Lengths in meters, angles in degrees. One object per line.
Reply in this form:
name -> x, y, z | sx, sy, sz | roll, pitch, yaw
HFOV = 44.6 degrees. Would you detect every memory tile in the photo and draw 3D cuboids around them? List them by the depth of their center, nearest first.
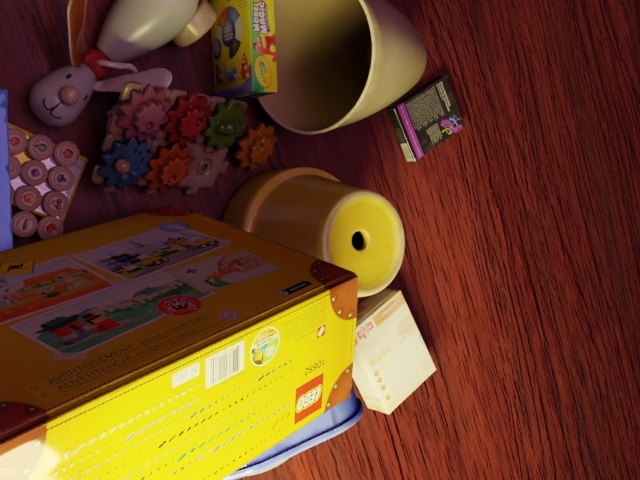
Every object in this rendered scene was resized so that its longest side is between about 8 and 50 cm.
memory tile -> -0.402, -0.076, 1.088 | 0.113, 0.012, 0.148 | 13, 87, -34

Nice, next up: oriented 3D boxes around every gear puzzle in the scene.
gear puzzle -> -0.182, -0.138, 1.198 | 0.339, 0.044, 0.175 | -2, 124, -52

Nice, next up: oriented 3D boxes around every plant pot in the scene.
plant pot -> 0.000, 0.000, 1.275 | 0.254, 0.239, 0.253 | 0, 90, -35
plant pot -> 0.058, -0.316, 1.331 | 0.274, 0.257, 0.256 | -15, 100, -52

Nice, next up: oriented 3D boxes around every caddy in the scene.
caddy -> -0.097, 0.270, 1.212 | 0.341, 0.241, 0.179 | -17, 96, -34

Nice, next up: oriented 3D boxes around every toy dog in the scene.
toy dog -> -0.263, -0.298, 1.126 | 0.220, 0.161, 0.333 | 25, 77, -33

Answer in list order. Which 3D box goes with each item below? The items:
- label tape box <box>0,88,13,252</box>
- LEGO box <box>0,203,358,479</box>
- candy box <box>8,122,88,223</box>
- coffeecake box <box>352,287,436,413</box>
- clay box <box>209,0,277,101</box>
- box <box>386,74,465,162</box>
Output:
label tape box -> -0.550, -0.076, 0.935 | 0.348, 0.115, 0.249 | -2, 93, -28
LEGO box -> -0.253, 0.138, 0.938 | 0.500, 0.373, 0.193 | -21, 122, -45
candy box -> -0.438, -0.108, 1.086 | 0.206, 0.027, 0.105 | 26, 80, -33
coffeecake box -> 0.119, 0.205, 1.469 | 0.142, 0.068, 0.185 | -36, 111, -29
clay box -> -0.126, -0.339, 1.244 | 0.053, 0.127, 0.222 | -6, 94, -36
box -> 0.211, -0.242, 1.550 | 0.162, 0.029, 0.116 | -35, 111, -29
